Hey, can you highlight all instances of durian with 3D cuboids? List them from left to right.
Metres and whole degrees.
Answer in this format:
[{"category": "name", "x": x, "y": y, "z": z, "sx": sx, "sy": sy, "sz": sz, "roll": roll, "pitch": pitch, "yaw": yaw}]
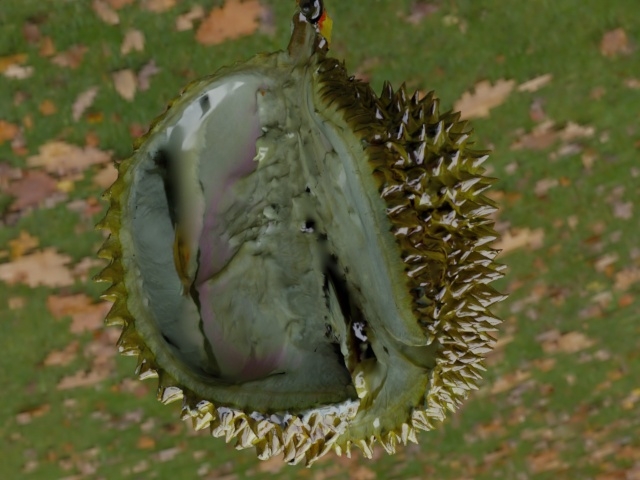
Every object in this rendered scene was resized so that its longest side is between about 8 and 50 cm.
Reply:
[{"category": "durian", "x": 0.000, "y": 0.000, "z": 0.698, "sx": 0.193, "sy": 0.237, "sz": 0.138, "roll": -1, "pitch": 158, "yaw": 22}]
